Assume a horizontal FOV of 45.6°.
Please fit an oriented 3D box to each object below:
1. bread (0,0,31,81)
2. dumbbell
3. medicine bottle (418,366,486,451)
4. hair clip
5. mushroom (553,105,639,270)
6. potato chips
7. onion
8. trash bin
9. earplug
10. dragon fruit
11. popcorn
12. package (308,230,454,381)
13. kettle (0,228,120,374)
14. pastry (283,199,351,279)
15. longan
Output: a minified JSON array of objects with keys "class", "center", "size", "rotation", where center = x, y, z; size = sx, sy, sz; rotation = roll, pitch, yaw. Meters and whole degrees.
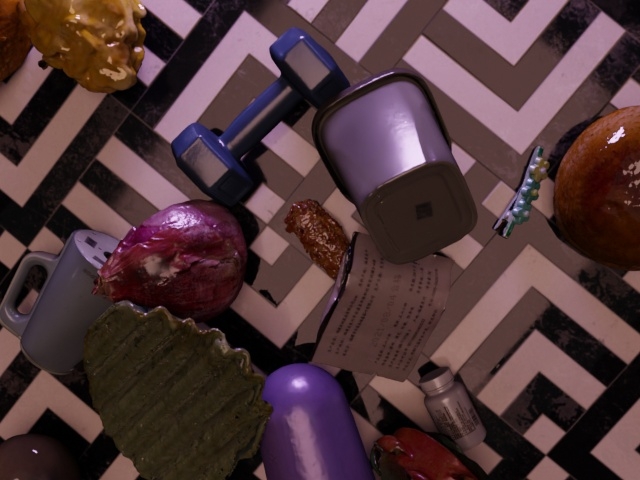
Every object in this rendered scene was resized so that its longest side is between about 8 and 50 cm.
[{"class":"bread","center":[-0.644,-0.371,1.332],"size":[0.145,0.268,0.268],"rotation":[29,97,20]},{"class":"dumbbell","center":[-0.104,-0.214,1.331],"size":[0.325,0.144,0.160],"rotation":[-43,91,8]},{"class":"medicine bottle","center":[0.235,0.303,1.369],"size":[0.079,0.079,0.140],"rotation":[-27,91,7]},{"class":"hair clip","center":[0.365,-0.082,1.348],"size":[0.049,0.049,0.173],"rotation":[25,95,3]},{"class":"mushroom","center":[0.529,-0.088,1.252],"size":[0.283,0.195,0.263],"rotation":[-35,85,7]},{"class":"potato chips","center":[-0.274,0.280,1.333],"size":[0.358,0.070,0.429],"rotation":[41,128,-1]},{"class":"onion","center":[-0.244,0.059,1.302],"size":[0.283,0.120,0.227],"rotation":[-18,115,-33]},{"class":"trash bin","center":[0.127,-0.114,1.242],"size":[0.219,0.250,0.219],"rotation":[-28,129,8]},{"class":"earplug","center":[0.007,0.440,1.347],"size":[0.215,0.215,0.456],"rotation":[-16,90,7]},{"class":"dragon fruit","center":[0.207,0.440,1.309],"size":[0.130,0.268,0.295],"rotation":[-27,58,-27]},{"class":"popcorn","center":[-0.416,-0.372,1.329],"size":[0.253,0.190,0.191],"rotation":[26,90,7]},{"class":"package","center":[0.109,0.126,1.348],"size":[0.203,0.062,0.251],"rotation":[16,100,-15]},{"class":"kettle","center":[-0.463,0.105,1.388],"size":[0.210,0.160,0.243],"rotation":[36,102,-7]},{"class":"pastry","center":[0.002,-0.002,1.377],"size":[0.087,0.063,0.169],"rotation":[-43,90,10]},{"class":"longan","center":[-0.538,0.464,1.408],"size":[0.196,0.196,0.220],"rotation":[-11,101,7]}]
